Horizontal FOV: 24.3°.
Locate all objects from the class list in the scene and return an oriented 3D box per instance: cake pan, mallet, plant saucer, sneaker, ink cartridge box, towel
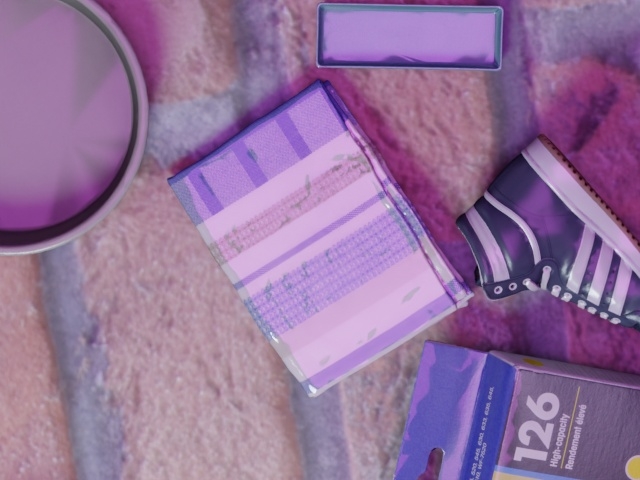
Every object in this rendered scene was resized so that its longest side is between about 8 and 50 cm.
[{"bbox_3d":[-0.319,-0.132,1.528,0.293,0.054,0.293,0,97,1],"label":"cake pan"},{"bbox_3d":[0.161,0.257,1.582,0.062,0.039,0.190,-29,100,3],"label":"mallet"},{"bbox_3d":[0.091,-0.210,1.533,0.192,0.018,0.067,1,97,0],"label":"plant saucer"},{"bbox_3d":[0.260,0.043,1.522,0.153,0.099,0.282,-40,96,8],"label":"sneaker"},{"bbox_3d":[0.229,0.277,1.545,0.307,0.072,0.304,10,99,-12],"label":"ink cartridge box"},{"bbox_3d":[0.000,0.000,1.552,0.209,0.034,0.285,-33,94,7],"label":"towel"}]
